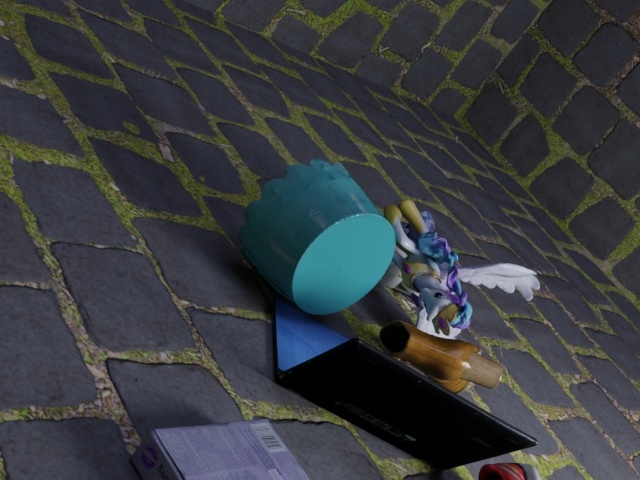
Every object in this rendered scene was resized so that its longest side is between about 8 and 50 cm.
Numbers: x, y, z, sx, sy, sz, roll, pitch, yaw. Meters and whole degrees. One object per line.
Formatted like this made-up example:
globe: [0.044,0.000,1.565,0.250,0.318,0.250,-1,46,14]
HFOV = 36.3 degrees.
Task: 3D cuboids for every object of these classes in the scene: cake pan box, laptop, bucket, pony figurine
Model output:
cake pan box: [-0.103,0.360,1.337,0.267,0.070,0.245,50,22,27]
laptop: [0.132,0.227,1.768,0.382,0.408,0.236,30,56,-19]
bucket: [0.000,0.000,1.922,0.281,0.281,0.183,15,24,-46]
pony figurine: [0.248,0.082,2.091,0.351,0.303,0.363,19,31,-51]

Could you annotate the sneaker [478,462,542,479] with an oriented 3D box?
sneaker: [0.339,0.494,1.685,0.118,0.107,0.279,10,27,-15]

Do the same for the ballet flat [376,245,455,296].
ballet flat: [0.191,0.071,2.319,0.400,0.139,0.139,25,25,-39]

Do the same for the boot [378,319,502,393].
boot: [0.207,0.213,1.869,0.211,0.104,0.295,24,-9,-8]
